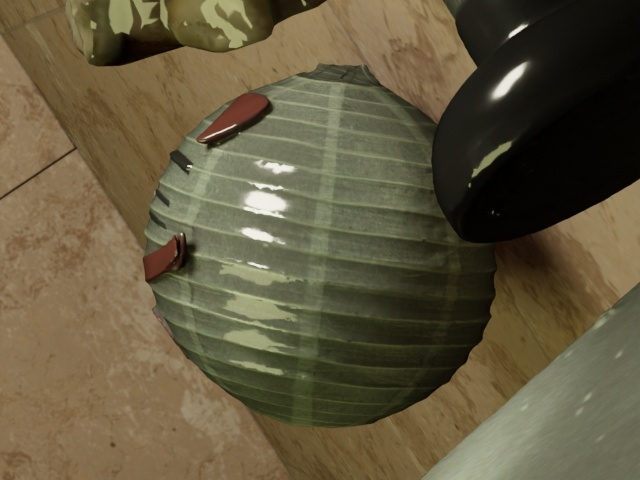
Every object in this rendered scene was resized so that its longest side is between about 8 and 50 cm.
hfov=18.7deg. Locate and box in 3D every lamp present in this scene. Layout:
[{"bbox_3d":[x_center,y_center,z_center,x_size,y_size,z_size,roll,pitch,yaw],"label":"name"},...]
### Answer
[{"bbox_3d":[0.000,0.000,1.258,0.233,0.233,0.265,55,180,-3],"label":"lamp"}]

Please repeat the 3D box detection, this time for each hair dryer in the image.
[{"bbox_3d":[0.051,-0.179,0.789,0.320,0.155,0.284,61,178,9],"label":"hair dryer"}]

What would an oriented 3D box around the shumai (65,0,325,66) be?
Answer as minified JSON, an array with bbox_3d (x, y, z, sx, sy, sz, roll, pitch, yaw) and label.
[{"bbox_3d":[-0.022,-0.223,0.659,0.346,0.217,0.283,19,128,69],"label":"shumai"}]

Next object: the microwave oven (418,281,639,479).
[{"bbox_3d":[0.249,0.184,0.515,0.432,0.374,0.236,52,167,-8],"label":"microwave oven"}]
